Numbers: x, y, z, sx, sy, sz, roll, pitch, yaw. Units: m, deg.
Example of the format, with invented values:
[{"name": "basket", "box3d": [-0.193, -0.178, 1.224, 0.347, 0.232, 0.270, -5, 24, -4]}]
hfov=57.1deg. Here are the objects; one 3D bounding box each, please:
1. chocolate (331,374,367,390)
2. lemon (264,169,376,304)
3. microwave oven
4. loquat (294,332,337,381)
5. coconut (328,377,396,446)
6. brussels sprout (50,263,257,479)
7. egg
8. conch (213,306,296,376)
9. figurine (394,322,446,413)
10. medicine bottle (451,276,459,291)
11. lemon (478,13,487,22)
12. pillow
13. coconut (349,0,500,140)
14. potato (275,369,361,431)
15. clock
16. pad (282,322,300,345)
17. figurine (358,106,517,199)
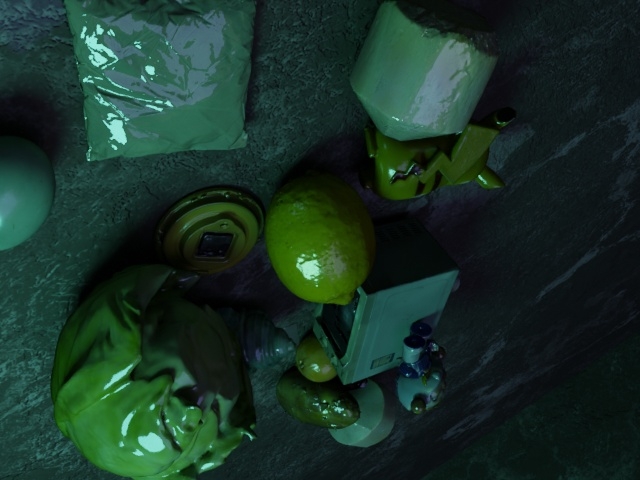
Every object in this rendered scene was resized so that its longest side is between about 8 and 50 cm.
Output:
[{"name": "chocolate", "box3d": [0.066, 0.372, 1.734, 0.080, 0.149, 0.125, 34, 70, -48]}, {"name": "lemon", "box3d": [-0.001, -0.004, 1.203, 0.236, 0.236, 0.263, 10, 85, -39]}, {"name": "microwave oven", "box3d": [0.144, 0.145, 1.472, 0.286, 0.218, 0.355, -15, 138, -23]}, {"name": "loquat", "box3d": [-0.004, 0.318, 1.618, 0.141, 0.141, 0.141, -18, 139, -17]}, {"name": "coconut", "box3d": [0.124, 0.541, 1.880, 0.241, 0.241, 0.241, -18, 139, -17]}, {"name": "brussels sprout", "box3d": [-0.349, 0.272, 1.147, 0.361, 0.425, 0.342, -22, -174, 15]}, {"name": "egg", "box3d": [-0.485, -0.070, 0.885, 0.149, 0.149, 0.192, 19, 117, -44]}, {"name": "conch", "box3d": [-0.195, 0.244, 1.403, 0.277, 0.195, 0.220, 8, 124, 2]}, {"name": "figurine", "box3d": [0.241, 0.328, 1.456, 0.274, 0.133, 0.193, 54, 49, -55]}, {"name": "medicine bottle", "box3d": [0.317, 0.090, 1.651, 0.059, 0.059, 0.231, -45, 139, 15]}, {"name": "lemon", "box3d": [0.284, -0.396, 1.120, 0.083, 0.062, 0.062, -44, 140, 3]}, {"name": "pillow", "box3d": [-0.237, -0.249, 0.921, 0.274, 0.076, 0.280, -10, 135, -22]}, {"name": "coconut", "box3d": [0.171, -0.288, 1.028, 0.239, 0.239, 0.244, -3, 132, -31]}, {"name": "potato", "box3d": [-0.009, 0.458, 1.674, 0.192, 0.296, 0.141, 37, 67, -34]}, {"name": "clock", "box3d": [-0.220, -0.003, 1.206, 0.237, 0.057, 0.237, -17, 139, -16]}, {"name": "pad", "box3d": [-0.145, 0.292, 1.602, 0.188, 0.006, 0.113, -21, 139, -14]}, {"name": "figurine", "box3d": [0.244, -0.186, 1.228, 0.327, 0.169, 0.218, -16, 143, -17]}]
